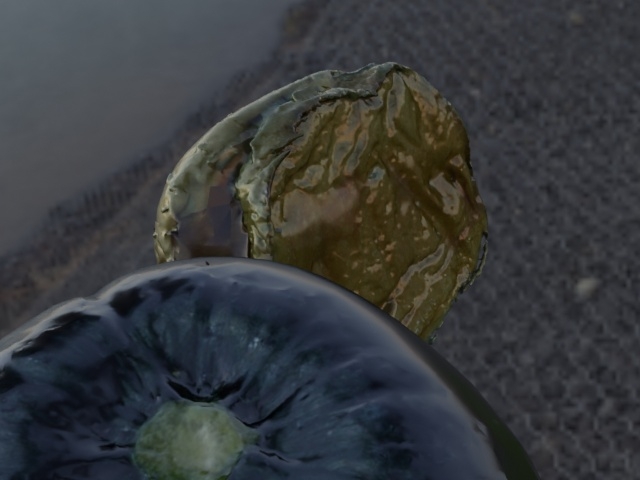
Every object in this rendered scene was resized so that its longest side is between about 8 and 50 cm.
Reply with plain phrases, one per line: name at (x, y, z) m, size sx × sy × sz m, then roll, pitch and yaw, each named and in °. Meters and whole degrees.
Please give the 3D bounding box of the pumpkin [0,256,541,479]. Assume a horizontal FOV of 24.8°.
pumpkin at (-0.039, 0.164, 0.645) m, size 0.315 × 0.238 × 0.315 m, roll 1°, pitch 37°, yaw -1°

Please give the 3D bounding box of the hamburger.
hamburger at (0.001, 0.002, 1.168) m, size 0.285 × 0.265 × 0.134 m, roll -28°, pitch 16°, yaw -40°
